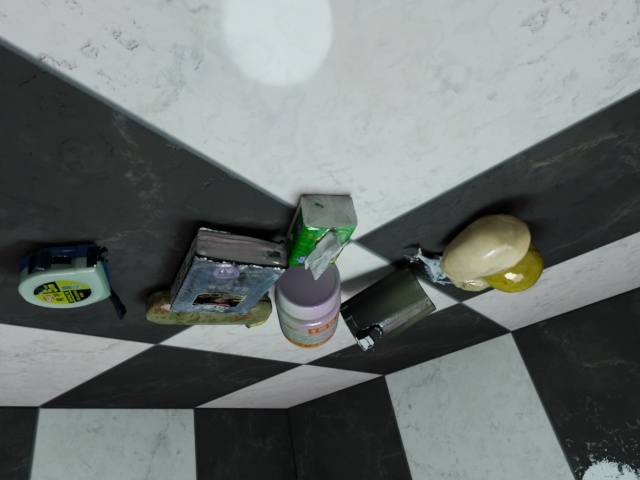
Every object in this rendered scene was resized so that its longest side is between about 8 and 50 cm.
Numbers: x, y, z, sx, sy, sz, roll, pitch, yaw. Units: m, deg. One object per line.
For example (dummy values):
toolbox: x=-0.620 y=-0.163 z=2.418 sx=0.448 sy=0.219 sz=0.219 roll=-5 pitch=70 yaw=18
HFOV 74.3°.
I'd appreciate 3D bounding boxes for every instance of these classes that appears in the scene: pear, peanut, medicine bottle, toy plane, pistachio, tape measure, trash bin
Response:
pear: x=0.667 y=0.086 z=1.482 sx=0.209 sy=0.208 sz=0.208 roll=-10 pitch=150 yaw=-6
peanut: x=0.606 y=0.128 z=1.619 sx=0.225 sy=0.129 sz=0.129 roll=-8 pitch=150 yaw=-13
medicine bottle: x=-0.041 y=0.204 z=1.407 sx=0.220 sy=0.219 sz=0.388 roll=-9 pitch=149 yaw=-7
toy plane: x=0.392 y=0.078 z=1.516 sx=0.273 sy=0.107 sz=0.182 roll=30 pitch=176 yaw=-26
pistachio: x=0.530 y=0.028 z=1.360 sx=0.188 sy=0.187 sz=0.299 roll=6 pitch=145 yaw=-29
tape measure: x=-0.667 y=0.133 z=1.156 sx=0.216 sy=0.097 sz=0.351 roll=-5 pitch=147 yaw=-18
trash bin: x=0.244 y=0.244 z=1.531 sx=0.302 sy=0.252 sz=0.202 roll=-33 pitch=105 yaw=4

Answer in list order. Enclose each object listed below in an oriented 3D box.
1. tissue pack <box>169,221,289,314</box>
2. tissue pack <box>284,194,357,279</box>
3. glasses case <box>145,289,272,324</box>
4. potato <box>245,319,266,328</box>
tissue pack: x=-0.278 y=0.105 z=1.232 sx=0.260 sy=0.122 sz=0.361 roll=11 pitch=144 yaw=-27
tissue pack: x=-0.001 y=0.000 z=1.135 sx=0.148 sy=0.156 sz=0.209 roll=1 pitch=149 yaw=-19
glasses case: x=-0.370 y=0.232 z=1.444 sx=0.426 sy=0.098 sz=0.156 roll=7 pitch=142 yaw=-30
potato: x=-0.239 y=0.295 z=1.641 sx=0.103 sy=0.066 sz=0.096 roll=-21 pitch=153 yaw=9
